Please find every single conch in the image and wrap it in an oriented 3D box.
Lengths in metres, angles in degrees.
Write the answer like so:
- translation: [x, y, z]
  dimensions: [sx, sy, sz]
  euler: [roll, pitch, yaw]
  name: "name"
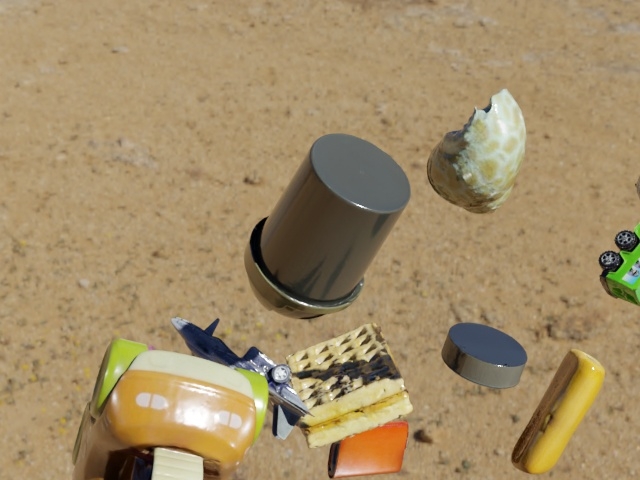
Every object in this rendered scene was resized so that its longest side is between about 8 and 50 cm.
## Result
- translation: [0.183, -0.091, 0.952]
  dimensions: [0.106, 0.173, 0.116]
  euler: [34, 43, 5]
  name: "conch"

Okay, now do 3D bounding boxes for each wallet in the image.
- translation: [0.120, 0.518, 2.062]
  dimensions: [0.205, 0.142, 0.045]
  euler: [5, 11, -31]
  name: "wallet"

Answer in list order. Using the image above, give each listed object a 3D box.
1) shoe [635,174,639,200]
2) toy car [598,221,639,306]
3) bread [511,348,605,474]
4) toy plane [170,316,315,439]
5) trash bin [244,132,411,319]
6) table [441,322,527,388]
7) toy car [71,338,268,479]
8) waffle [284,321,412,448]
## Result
- translation: [0.568, -0.034, 1.346]
  dimensions: [0.092, 0.207, 0.106]
  euler: [-6, 27, 9]
  name: "shoe"
- translation: [0.401, 0.002, 0.985]
  dimensions: [0.165, 0.071, 0.062]
  euler: [-50, 48, -3]
  name: "toy car"
- translation: [0.424, 0.310, 1.472]
  dimensions: [0.074, 0.239, 0.092]
  euler: [26, 9, -9]
  name: "bread"
- translation: [-0.125, 0.201, 1.340]
  dimensions: [0.267, 0.212, 0.088]
  euler: [45, 71, -1]
  name: "toy plane"
- translation: [0.000, 0.000, 1.386]
  dimensions: [0.214, 0.333, 0.214]
  euler: [19, 40, -17]
  name: "trash bin"
- translation: [0.266, 0.185, 1.347]
  dimensions: [0.134, 0.043, 0.133]
  euler: [13, 23, -6]
  name: "table"
- translation: [-0.148, 0.224, 0.725]
  dimensions: [0.145, 0.235, 0.235]
  euler: [17, 30, -16]
  name: "toy car"
- translation: [0.053, 0.325, 1.919]
  dimensions: [0.261, 0.113, 0.376]
  euler: [-19, 14, 0]
  name: "waffle"
